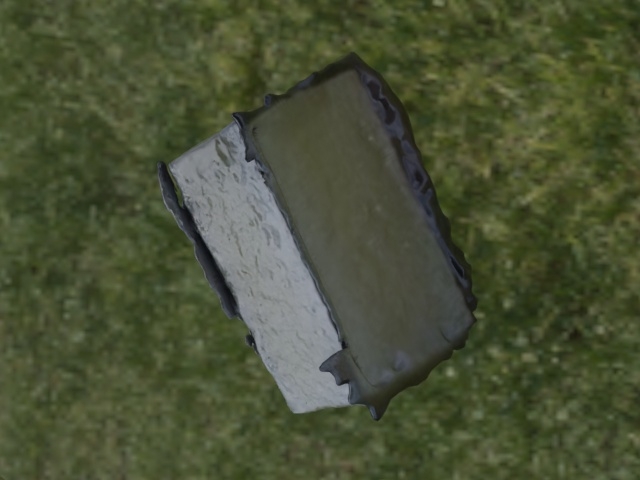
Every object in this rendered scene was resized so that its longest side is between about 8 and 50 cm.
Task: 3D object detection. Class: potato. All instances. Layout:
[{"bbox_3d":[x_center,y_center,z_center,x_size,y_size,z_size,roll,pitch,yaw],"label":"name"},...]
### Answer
[{"bbox_3d":[0.001,0.002,0.599,0.061,0.086,0.122,-16,102,51],"label":"potato"}]

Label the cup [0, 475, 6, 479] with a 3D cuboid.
[{"bbox_3d":[-0.252,0.251,0.905,0.255,0.173,0.202,94,-170,-49],"label":"cup"}]
